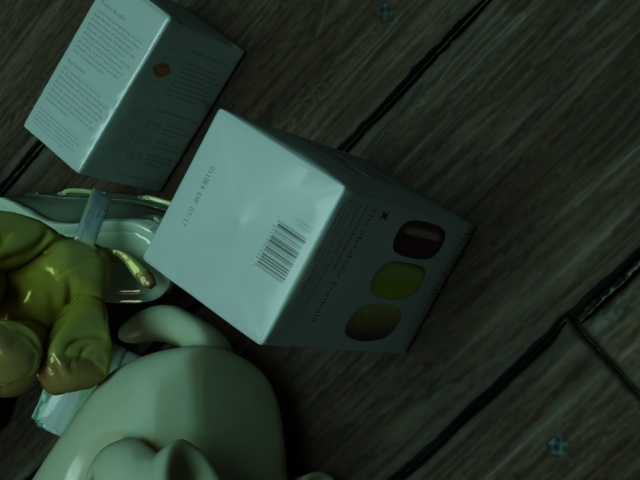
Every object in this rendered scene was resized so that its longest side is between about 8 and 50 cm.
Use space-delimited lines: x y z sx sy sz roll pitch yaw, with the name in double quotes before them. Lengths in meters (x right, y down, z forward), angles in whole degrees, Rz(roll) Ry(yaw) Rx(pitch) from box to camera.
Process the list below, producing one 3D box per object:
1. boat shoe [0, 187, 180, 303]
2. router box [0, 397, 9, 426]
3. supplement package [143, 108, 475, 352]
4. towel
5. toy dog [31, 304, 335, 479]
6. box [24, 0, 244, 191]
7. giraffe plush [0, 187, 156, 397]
"boat shoe" -0.246 0.002 1.275 0.305 0.091 0.109 5 111 31
"router box" -0.446 0.037 1.331 0.308 0.081 0.243 31 128 28
"supplement package" 0.000 0.000 1.049 0.134 0.244 0.139 34 101 29
"towel" -0.216 0.160 1.279 0.152 0.023 0.113 21 95 29
"toy dog" -0.211 0.287 1.119 0.408 0.284 0.395 -35 65 23
"box" -0.178 -0.148 1.232 0.091 0.130 0.170 38 102 28
"giraffe plush" -0.269 0.068 1.149 0.181 0.210 0.170 40 134 -6
